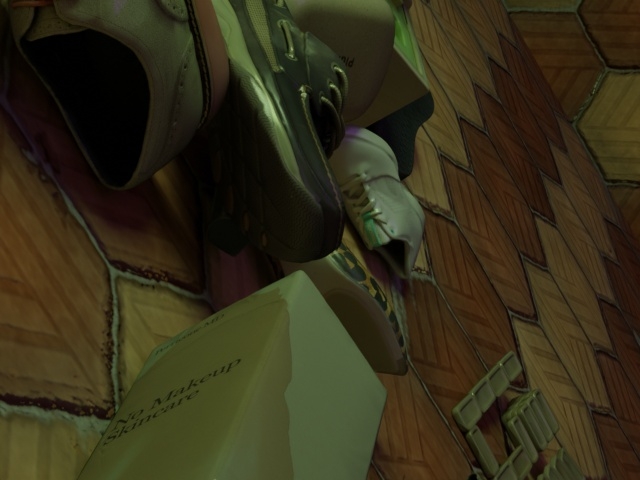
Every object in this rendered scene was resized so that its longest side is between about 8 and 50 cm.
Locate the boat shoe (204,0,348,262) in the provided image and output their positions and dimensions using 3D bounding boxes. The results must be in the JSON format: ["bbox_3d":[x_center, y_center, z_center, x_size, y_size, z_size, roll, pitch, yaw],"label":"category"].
[{"bbox_3d":[-0.036,-0.128,1.373,0.132,0.130,0.355,105,-30,-44],"label":"boat shoe"}]

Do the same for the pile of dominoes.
[{"bbox_3d":[0.226,0.250,1.861,0.196,0.040,0.251,62,26,-1],"label":"pile of dominoes"}]

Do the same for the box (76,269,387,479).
[{"bbox_3d":[-0.060,0.152,1.021,0.121,0.148,0.311,57,17,-13],"label":"box"}]

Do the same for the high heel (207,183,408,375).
[{"bbox_3d":[0.000,0.000,1.474,0.261,0.093,0.186,43,30,-27],"label":"high heel"}]

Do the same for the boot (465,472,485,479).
[{"bbox_3d":[0.168,0.291,1.612,0.087,0.042,0.118,52,18,-9],"label":"boot"}]

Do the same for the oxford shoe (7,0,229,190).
[{"bbox_3d":[-0.175,-0.222,1.170,0.397,0.140,0.146,67,29,-28],"label":"oxford shoe"}]

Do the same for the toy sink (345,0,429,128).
[{"bbox_3d":[0.028,-0.271,1.884,0.153,0.131,0.234,45,24,-42],"label":"toy sink"}]

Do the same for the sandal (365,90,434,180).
[{"bbox_3d":[0.086,-0.157,2.026,0.097,0.054,0.254,48,31,-17],"label":"sandal"}]

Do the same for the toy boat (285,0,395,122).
[{"bbox_3d":[-0.033,-0.207,1.648,0.151,0.151,0.231,27,16,37],"label":"toy boat"}]

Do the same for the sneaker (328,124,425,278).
[{"bbox_3d":[0.056,-0.039,1.733,0.212,0.080,0.094,48,35,-40],"label":"sneaker"}]
